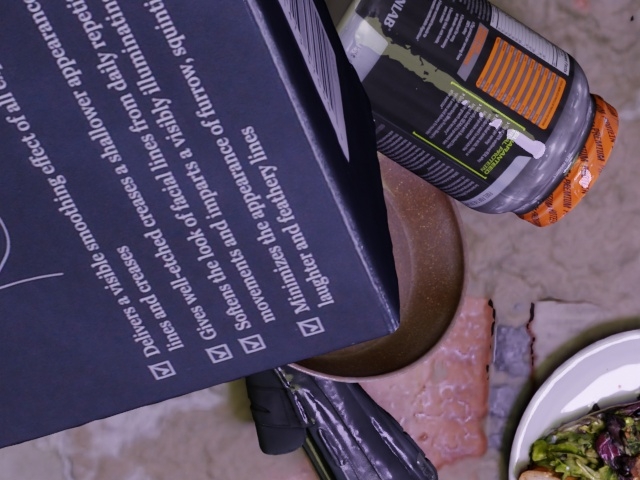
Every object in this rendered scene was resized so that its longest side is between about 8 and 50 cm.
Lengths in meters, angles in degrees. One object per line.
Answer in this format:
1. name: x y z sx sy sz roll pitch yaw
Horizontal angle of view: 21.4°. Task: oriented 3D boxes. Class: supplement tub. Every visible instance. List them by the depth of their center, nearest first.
1. supplement tub: 0.084 -0.093 1.058 0.190 0.117 0.117 32 93 -15

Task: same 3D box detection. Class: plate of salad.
1. plate of salad: 0.229 0.159 1.165 0.199 0.048 0.200 -1 100 -8

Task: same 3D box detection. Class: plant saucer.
1. plant saucer: 0.000 0.000 1.061 0.198 0.036 0.199 12 61 -23

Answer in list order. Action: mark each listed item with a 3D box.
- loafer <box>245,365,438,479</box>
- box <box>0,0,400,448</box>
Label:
1. loafer: -0.013 0.106 1.097 0.078 0.076 0.223 -43 109 -9
2. box: -0.194 -0.064 0.866 0.395 0.212 0.293 -17 129 9
